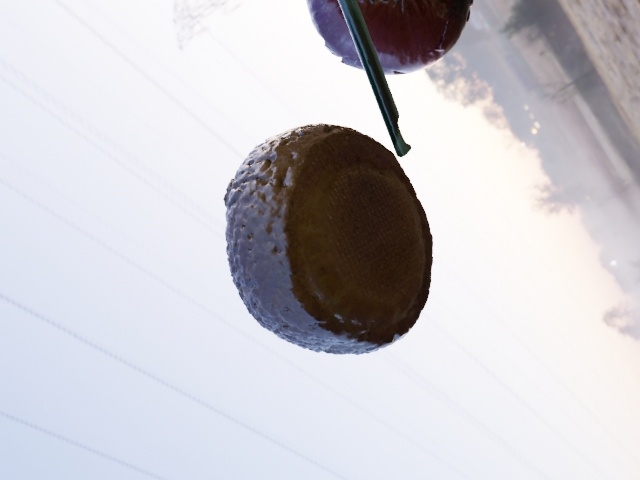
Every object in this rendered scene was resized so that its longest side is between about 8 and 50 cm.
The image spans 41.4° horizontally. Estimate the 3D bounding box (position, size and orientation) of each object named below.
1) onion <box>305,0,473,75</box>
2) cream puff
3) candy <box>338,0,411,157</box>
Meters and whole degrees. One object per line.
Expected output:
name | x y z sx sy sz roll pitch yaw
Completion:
onion | 0.130 -0.497 1.707 0.347 0.348 0.285 58 170 -2
cream puff | 0.000 0.000 1.091 0.303 0.212 0.303 11 -108 -36
candy | 0.033 -0.260 0.968 0.119 0.119 0.440 -102 -10 -47
